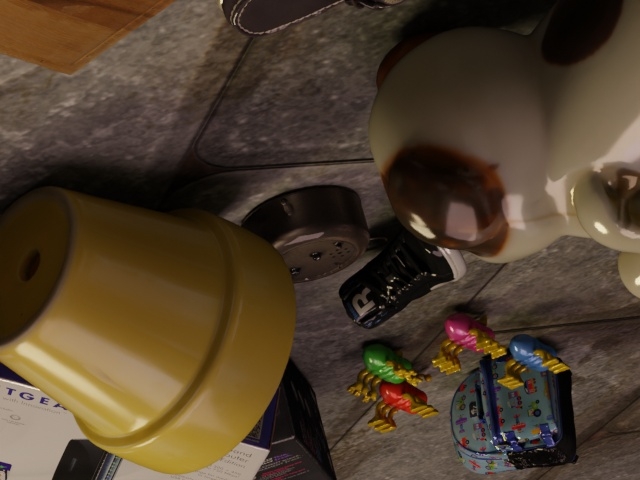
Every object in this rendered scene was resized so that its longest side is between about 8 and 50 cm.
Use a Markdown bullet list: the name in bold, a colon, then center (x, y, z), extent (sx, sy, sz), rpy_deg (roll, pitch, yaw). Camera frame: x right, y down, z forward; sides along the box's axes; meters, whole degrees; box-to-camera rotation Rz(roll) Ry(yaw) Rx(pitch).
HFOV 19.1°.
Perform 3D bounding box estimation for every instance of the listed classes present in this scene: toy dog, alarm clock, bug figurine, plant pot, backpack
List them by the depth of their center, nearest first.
- **toy dog**: center (0.240, -0.113, 1.596), extent (0.408, 0.285, 0.395), rpy_deg (-23, 141, 18)
- **plant pot**: center (-0.191, 0.066, 1.797), extent (0.254, 0.254, 0.239), rpy_deg (-31, 137, 33)
- **alarm clock**: center (0.000, 0.000, 1.974), extent (0.192, 0.064, 0.129), rpy_deg (4, 151, -44)
- **bug figurine**: center (0.165, 0.159, 2.423), extent (0.279, 0.072, 0.216), rpy_deg (-20, 151, 23)
- **backpack**: center (0.248, 0.231, 2.552), extent (0.173, 0.158, 0.117), rpy_deg (-12, 151, 22)

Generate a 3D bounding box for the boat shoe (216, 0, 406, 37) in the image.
- **boat shoe**: center (0.040, -0.222, 1.443), extent (0.285, 0.092, 0.103), rpy_deg (-27, 155, 25)

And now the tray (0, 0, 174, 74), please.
- **tray**: center (-0.255, -0.229, 1.268), extent (0.203, 0.076, 0.411), rpy_deg (-30, 154, 31)

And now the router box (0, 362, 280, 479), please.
- **router box**: center (-0.246, 0.219, 2.072), extent (0.335, 0.082, 0.301), rpy_deg (16, 144, -9)

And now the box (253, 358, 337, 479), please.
- **box**: center (-0.093, 0.236, 2.340), extent (0.165, 0.143, 0.270), rpy_deg (-17, 157, 5)

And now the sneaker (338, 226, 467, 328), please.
- **sneaker**: center (0.081, 0.044, 2.010), extent (0.121, 0.079, 0.217), rpy_deg (-36, 173, -8)
